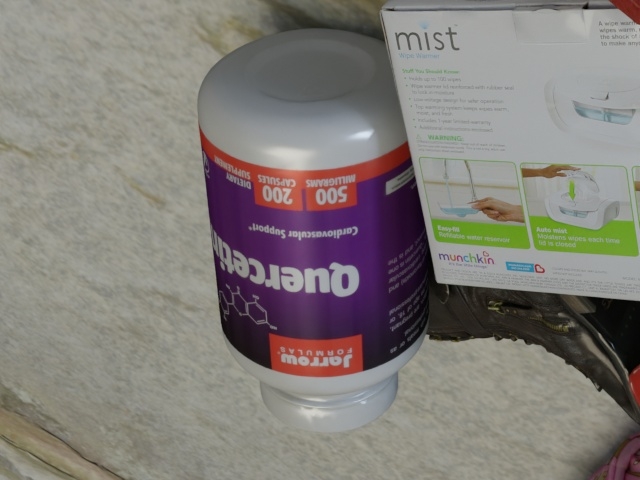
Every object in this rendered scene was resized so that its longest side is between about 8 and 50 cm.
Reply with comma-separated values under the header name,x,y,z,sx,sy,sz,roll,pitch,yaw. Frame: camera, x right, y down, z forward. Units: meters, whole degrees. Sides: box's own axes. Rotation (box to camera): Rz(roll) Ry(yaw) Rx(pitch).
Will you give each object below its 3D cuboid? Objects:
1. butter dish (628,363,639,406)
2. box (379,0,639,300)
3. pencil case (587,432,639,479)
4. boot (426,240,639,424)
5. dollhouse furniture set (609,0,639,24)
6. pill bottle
name,x,y,z,sx,sy,sz,roll,pitch,yaw
butter dish,0.363,0.126,1.261,0.160,0.118,0.160,-31,96,21
box,0.198,-0.084,1.072,0.261,0.127,0.231,4,121,32
pencil case,0.305,0.341,1.519,0.160,0.167,0.386,0,146,-14
boot,0.185,0.070,1.356,0.229,0.091,0.263,-7,126,47
dollhouse furniture set,0.146,-0.326,0.882,0.374,0.152,0.201,44,146,11
pill bottle,0.000,0.000,1.258,0.181,0.181,0.323,13,128,22
